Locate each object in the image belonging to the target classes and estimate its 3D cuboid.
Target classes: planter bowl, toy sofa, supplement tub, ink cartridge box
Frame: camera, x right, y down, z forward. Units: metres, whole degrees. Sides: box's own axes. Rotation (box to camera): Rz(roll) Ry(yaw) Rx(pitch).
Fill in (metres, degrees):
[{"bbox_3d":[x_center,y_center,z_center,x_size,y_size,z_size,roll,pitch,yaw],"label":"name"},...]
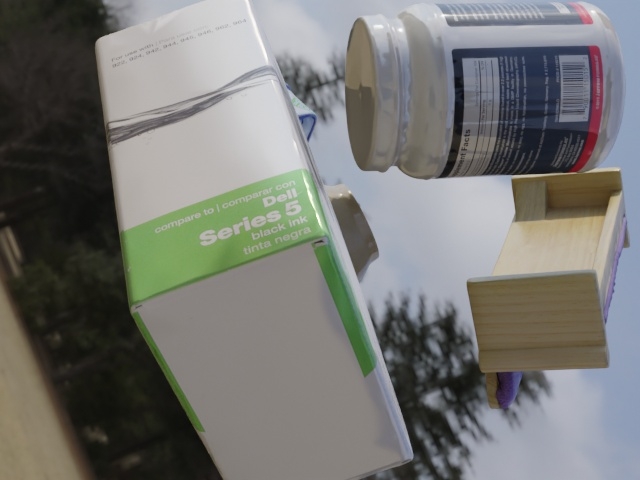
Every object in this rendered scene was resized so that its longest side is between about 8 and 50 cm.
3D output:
[{"bbox_3d":[0.000,0.000,1.393,0.162,0.109,0.162,63,-5,10],"label":"planter bowl"},{"bbox_3d":[0.295,0.052,1.501,0.362,0.150,0.177,-53,134,-61],"label":"toy sofa"},{"bbox_3d":[0.175,-0.164,1.332,0.191,0.272,0.191,177,-90,-80],"label":"supplement tub"},{"bbox_3d":[-0.047,-0.001,0.770,0.273,0.115,0.198,-107,177,-48],"label":"ink cartridge box"}]

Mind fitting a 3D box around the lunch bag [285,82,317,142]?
[{"bbox_3d":[-0.137,-0.099,1.881,0.115,0.243,0.303,46,-46,23],"label":"lunch bag"}]
